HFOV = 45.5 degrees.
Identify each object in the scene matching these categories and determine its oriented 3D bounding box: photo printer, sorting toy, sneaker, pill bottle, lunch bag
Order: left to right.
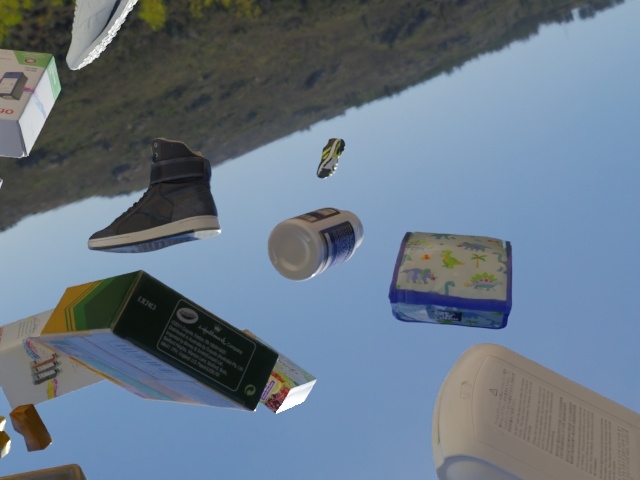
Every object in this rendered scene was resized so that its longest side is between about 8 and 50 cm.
[{"bbox_3d":[-0.391,0.373,1.050,0.229,0.307,0.041,-14,-163,26],"label":"sorting toy"},{"bbox_3d":[-0.456,-0.449,1.541,0.235,0.095,0.090,-47,-165,23],"label":"sneaker"},{"bbox_3d":[-0.267,-0.069,1.194,0.226,0.163,0.086,-12,171,16],"label":"sneaker"},{"bbox_3d":[0.000,0.000,1.180,0.094,0.094,0.169,-16,-177,32],"label":"pill bottle"},{"bbox_3d":[0.015,-0.153,1.417,0.035,0.031,0.083,31,-91,50],"label":"sneaker"},{"bbox_3d":[0.147,0.048,0.850,0.128,0.096,0.151,4,-169,11],"label":"lunch bag"},{"bbox_3d":[0.306,0.289,1.077,0.107,0.307,0.256,-66,177,37],"label":"photo printer"}]

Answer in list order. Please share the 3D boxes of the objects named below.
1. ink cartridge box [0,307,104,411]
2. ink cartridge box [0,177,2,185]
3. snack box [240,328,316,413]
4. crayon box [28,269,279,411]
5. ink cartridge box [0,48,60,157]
[{"bbox_3d":[-0.501,0.209,1.410,0.176,0.127,0.128,-18,-159,-11],"label":"ink cartridge box"},{"bbox_3d":[-0.610,-0.111,1.010,0.065,0.311,0.186,-54,-172,23],"label":"ink cartridge box"},{"bbox_3d":[-0.131,0.279,1.665,0.070,0.207,0.174,-58,163,7],"label":"snack box"},{"bbox_3d":[-0.227,0.134,0.986,0.323,0.203,0.083,-13,-132,53],"label":"crayon box"},{"bbox_3d":[-0.594,-0.260,1.417,0.154,0.093,0.212,6,-132,-1],"label":"ink cartridge box"}]
